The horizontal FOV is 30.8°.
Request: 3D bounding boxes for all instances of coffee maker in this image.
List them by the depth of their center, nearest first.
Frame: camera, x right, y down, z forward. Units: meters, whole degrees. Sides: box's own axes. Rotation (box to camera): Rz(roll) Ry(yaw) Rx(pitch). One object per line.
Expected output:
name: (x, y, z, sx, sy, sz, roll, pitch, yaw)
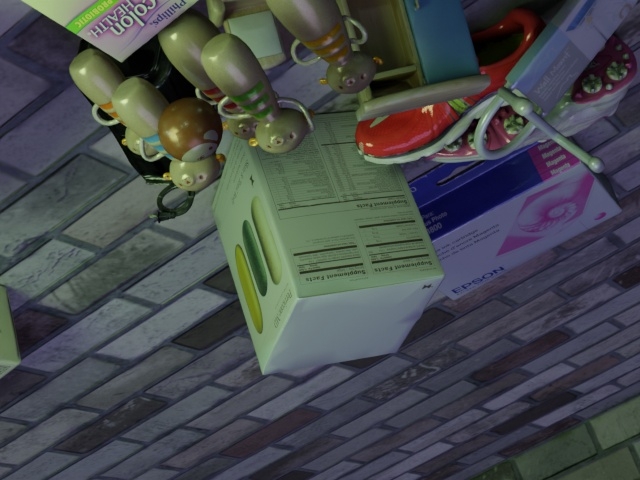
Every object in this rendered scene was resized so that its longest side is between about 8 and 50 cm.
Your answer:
coffee maker: (-0.174, -0.142, 1.231, 0.120, 0.171, 0.178, -23, 152, 2)

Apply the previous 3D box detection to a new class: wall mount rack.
wall mount rack: (0.308, -0.218, 1.316, 0.350, 0.130, 0.304, -53, 148, 10)

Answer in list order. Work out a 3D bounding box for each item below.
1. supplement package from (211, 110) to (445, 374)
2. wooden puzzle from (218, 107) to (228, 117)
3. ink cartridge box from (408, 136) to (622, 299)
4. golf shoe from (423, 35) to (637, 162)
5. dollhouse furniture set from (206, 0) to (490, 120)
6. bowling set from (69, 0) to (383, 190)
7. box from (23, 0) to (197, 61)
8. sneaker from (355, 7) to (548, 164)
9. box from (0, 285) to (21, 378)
supplement package: (0.000, 0.000, 1.496, 0.198, 0.263, 0.199, -7, 149, -22)
wooden puzzle: (-0.127, -0.172, 1.380, 0.116, 0.014, 0.079, -14, 147, -10)
ink cartridge box: (0.272, -0.042, 1.803, 0.324, 0.071, 0.330, -29, 152, 19)
golf shoe: (0.272, -0.162, 1.545, 0.306, 0.115, 0.140, -19, 155, 3)
dollhouse furniture set: (0.054, -0.242, 1.063, 0.286, 0.198, 0.303, -14, 174, -10)
bowling set: (-0.097, -0.106, 1.046, 0.287, 0.200, 0.154, -19, 131, 24)
box: (-0.185, -0.296, 0.939, 0.213, 0.117, 0.243, -31, 136, 32)
sneaker: (0.155, -0.200, 1.434, 0.279, 0.107, 0.118, -31, 143, 2)
box: (-0.543, 0.158, 1.584, 0.232, 0.127, 0.148, -35, 149, 27)
